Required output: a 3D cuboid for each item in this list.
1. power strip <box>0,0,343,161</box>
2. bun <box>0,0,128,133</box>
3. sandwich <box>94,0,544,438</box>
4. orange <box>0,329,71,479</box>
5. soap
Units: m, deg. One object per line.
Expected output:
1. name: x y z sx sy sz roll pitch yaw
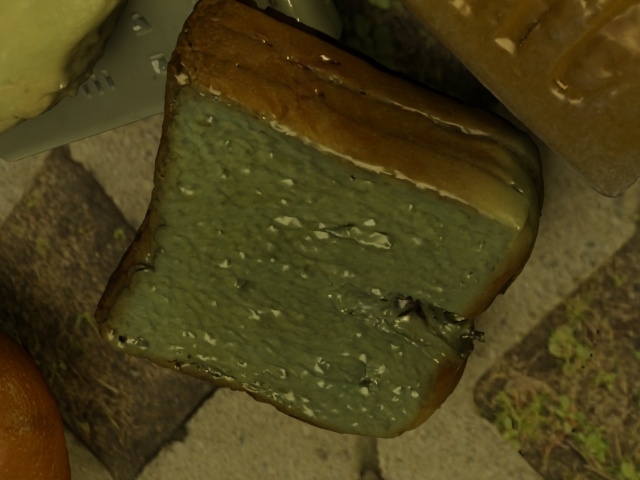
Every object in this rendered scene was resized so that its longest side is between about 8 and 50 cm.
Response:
1. power strip: -0.129 -0.130 1.228 0.338 0.058 0.098 -15 112 35
2. bun: -0.301 -0.199 1.123 0.364 0.202 0.364 16 126 23
3. sandwich: 0.000 0.001 1.180 0.249 0.095 0.273 22 137 -1
4. orange: -0.320 0.169 1.387 0.264 0.264 0.264 14 125 21
5. soap: 0.131 -0.163 1.048 0.257 0.080 0.160 43 130 -2
